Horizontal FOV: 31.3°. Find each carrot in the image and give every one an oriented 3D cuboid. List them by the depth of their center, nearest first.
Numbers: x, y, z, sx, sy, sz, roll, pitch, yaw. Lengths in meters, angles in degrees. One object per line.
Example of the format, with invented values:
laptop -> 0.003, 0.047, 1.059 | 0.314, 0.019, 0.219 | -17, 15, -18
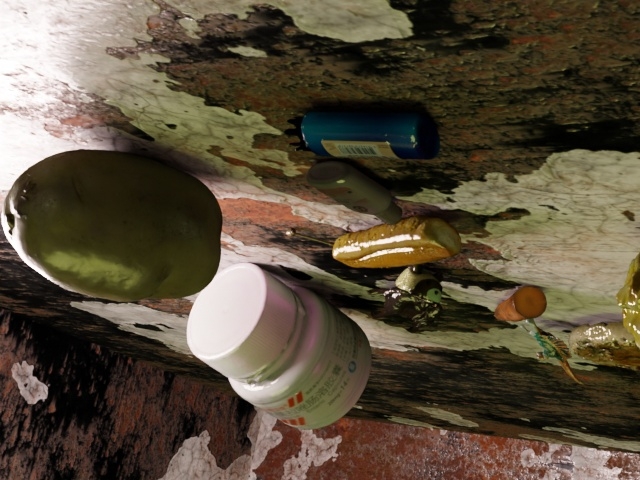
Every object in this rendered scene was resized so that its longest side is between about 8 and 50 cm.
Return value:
carrot -> 0.340, 0.119, 2.023 | 0.057, 0.057, 0.224 | 14, 170, -4

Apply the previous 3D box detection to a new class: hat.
hat -> 0.173, 0.072, 1.958 | 0.077, 0.059, 0.076 | 24, 178, -20

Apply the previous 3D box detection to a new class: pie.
pie -> 0.587, 0.196, 2.069 | 0.274, 0.055, 0.274 | 10, 165, 3

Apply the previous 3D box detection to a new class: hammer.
hammer -> 0.000, 0.000, 1.925 | 0.123, 0.014, 0.029 | 15, 173, -20

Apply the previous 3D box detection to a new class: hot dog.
hot dog -> 0.112, 0.003, 1.751 | 0.088, 0.061, 0.286 | 26, 161, -31

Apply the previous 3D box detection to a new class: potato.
potato -> -0.307, -0.022, 1.703 | 0.326, 0.221, 0.243 | 7, 178, -19

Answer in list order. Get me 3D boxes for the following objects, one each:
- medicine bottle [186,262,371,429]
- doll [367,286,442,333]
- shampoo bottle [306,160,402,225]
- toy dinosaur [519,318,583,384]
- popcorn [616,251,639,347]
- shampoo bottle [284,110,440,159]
medicine bottle -> -0.081, 0.207, 2.267 | 0.256, 0.256, 0.325 | -2, 150, 43
doll -> 0.170, 0.120, 2.138 | 0.139, 0.057, 0.165 | 24, 157, -26
shampoo bottle -> 0.056, -0.064, 1.598 | 0.080, 0.040, 0.165 | -3, 157, 39
toy dinosaur -> 0.439, 0.201, 2.143 | 0.187, 0.044, 0.106 | 48, 165, 5
popcorn -> 0.496, 0.069, 1.502 | 0.189, 0.218, 0.169 | 32, -155, -11
shampoo bottle -> 0.046, -0.126, 1.369 | 0.183, 0.050, 0.087 | 4, 167, 27
